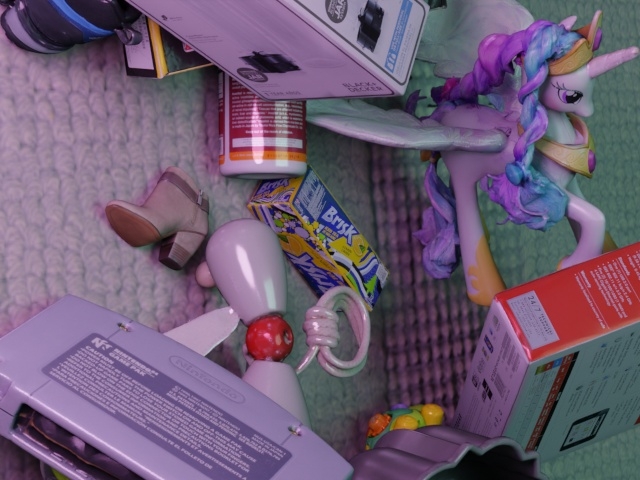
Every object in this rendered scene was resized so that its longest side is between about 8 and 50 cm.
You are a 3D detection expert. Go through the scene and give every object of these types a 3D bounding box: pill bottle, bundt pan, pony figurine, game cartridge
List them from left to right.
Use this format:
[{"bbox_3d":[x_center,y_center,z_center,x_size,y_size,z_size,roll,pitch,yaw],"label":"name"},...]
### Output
[{"bbox_3d":[-0.128,0.156,1.537,0.062,0.297,0.198,-64,168,21],"label":"game cartridge"},{"bbox_3d":[-0.055,-0.137,1.796,0.086,0.086,0.152,3,86,-52],"label":"pill bottle"},{"bbox_3d":[0.086,0.326,1.865,0.331,0.124,0.330,-24,125,-39],"label":"bundt pan"},{"bbox_3d":[0.169,-0.109,1.922,0.303,0.351,0.363,-48,143,-37],"label":"pony figurine"}]

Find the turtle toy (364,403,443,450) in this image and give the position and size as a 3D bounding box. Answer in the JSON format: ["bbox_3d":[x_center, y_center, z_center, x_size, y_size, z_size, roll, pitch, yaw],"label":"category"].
[{"bbox_3d":[0.088,0.210,1.969,0.130,0.066,0.095,-18,125,-53],"label":"turtle toy"}]

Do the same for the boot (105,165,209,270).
[{"bbox_3d":[-0.147,-0.031,1.717,0.118,0.042,0.087,46,47,-41],"label":"boot"}]

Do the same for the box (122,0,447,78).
[{"bbox_3d":[-0.046,-0.304,1.689,0.322,0.079,0.257,-17,103,-32],"label":"box"}]

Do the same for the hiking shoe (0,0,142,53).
[{"bbox_3d":[-0.217,-0.311,1.567,0.113,0.132,0.304,-28,110,-50],"label":"hiking shoe"}]

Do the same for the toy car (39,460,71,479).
[{"bbox_3d":[-0.189,0.250,1.579,0.136,0.159,0.182,-38,126,-4],"label":"toy car"}]

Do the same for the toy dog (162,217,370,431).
[{"bbox_3d":[-0.080,0.165,1.732,0.220,0.161,0.333,40,43,-40],"label":"toy dog"}]

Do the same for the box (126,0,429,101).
[{"bbox_3d":[-0.065,-0.217,1.507,0.290,0.169,0.087,32,68,-42],"label":"box"}]

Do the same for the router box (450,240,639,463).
[{"bbox_3d":[0.307,0.117,1.975,0.301,0.335,0.082,-19,64,-15],"label":"router box"}]

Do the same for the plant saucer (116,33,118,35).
[{"bbox_3d":[-0.153,-0.256,1.722,0.199,0.036,0.198,4,85,-52],"label":"plant saucer"}]

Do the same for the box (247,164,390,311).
[{"bbox_3d":[0.000,0.000,1.878,0.169,0.059,0.054,54,50,-35],"label":"box"}]
